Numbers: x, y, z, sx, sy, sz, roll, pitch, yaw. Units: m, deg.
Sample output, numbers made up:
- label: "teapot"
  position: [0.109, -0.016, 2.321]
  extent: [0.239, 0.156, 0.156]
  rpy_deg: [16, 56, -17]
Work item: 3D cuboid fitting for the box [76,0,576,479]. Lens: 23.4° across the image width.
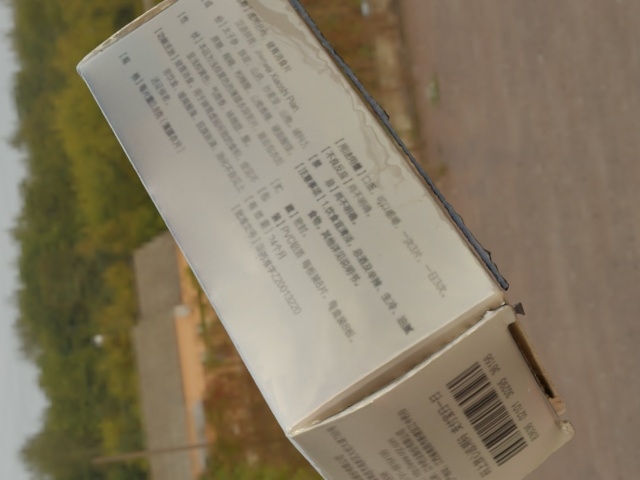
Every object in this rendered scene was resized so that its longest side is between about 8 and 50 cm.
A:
- label: "box"
  position: [0.001, 0.002, 0.943]
  extent: [0.333, 0.145, 0.173]
  rpy_deg: [56, -179, 35]
